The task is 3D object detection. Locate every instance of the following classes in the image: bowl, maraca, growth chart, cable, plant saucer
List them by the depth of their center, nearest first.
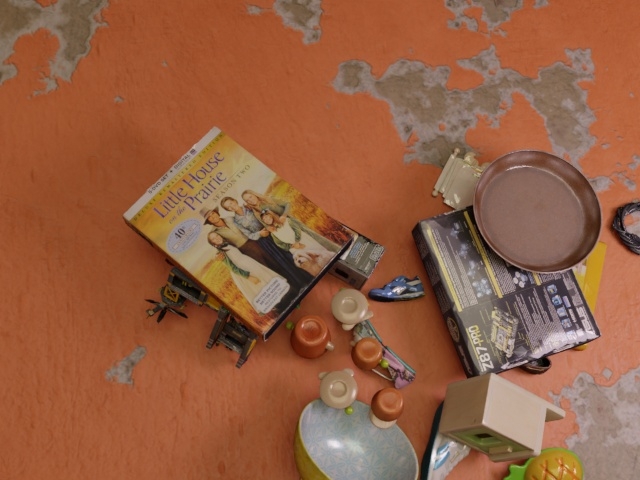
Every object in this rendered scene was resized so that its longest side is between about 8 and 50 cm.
[{"bbox_3d":[0.055,0.500,1.755,0.290,0.289,0.156,27,117,3],"label":"bowl"},{"bbox_3d":[0.514,0.546,1.831,0.186,0.099,0.127,-17,89,-1],"label":"maraca"},{"bbox_3d":[0.503,-0.065,1.865,0.311,0.050,0.310,2,71,-5],"label":"plant saucer"},{"bbox_3d":[0.407,-0.120,2.043,0.237,0.021,0.172,36,74,5],"label":"growth chart"},{"bbox_3d":[0.839,-0.029,2.051,0.185,0.047,0.150,-4,80,-9],"label":"cable"}]

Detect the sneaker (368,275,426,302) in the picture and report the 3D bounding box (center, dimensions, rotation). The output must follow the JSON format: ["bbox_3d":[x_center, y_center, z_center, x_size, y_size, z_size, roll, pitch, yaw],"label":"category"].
[{"bbox_3d":[0.184,0.118,1.943,0.144,0.053,0.059,-3,76,-15],"label":"sneaker"}]

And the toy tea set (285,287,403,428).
[{"bbox_3d":[0.061,0.286,1.833,0.200,0.124,0.336,-21,70,-10],"label":"toy tea set"}]

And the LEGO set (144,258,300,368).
[{"bbox_3d":[-0.224,0.139,1.865,0.331,0.192,0.255,26,45,0],"label":"LEGO set"}]

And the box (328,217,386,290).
[{"bbox_3d":[0.000,0.000,1.899,0.290,0.169,0.087,30,76,2],"label":"box"}]

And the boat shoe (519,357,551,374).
[{"bbox_3d":[0.457,0.260,1.918,0.207,0.073,0.073,21,76,2],"label":"boat shoe"}]

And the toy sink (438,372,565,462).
[{"bbox_3d":[0.409,0.412,1.783,0.234,0.153,0.131,29,59,-21],"label":"toy sink"}]

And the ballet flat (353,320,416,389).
[{"bbox_3d":[0.131,0.263,1.891,0.079,0.077,0.221,-41,83,0],"label":"ballet flat"}]

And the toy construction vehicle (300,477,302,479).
[{"bbox_3d":[-0.005,0.586,1.804,0.086,0.035,0.098,-2,75,-6],"label":"toy construction vehicle"}]

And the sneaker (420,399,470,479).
[{"bbox_3d":[0.292,0.489,1.833,0.092,0.087,0.228,20,76,-2],"label":"sneaker"}]

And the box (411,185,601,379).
[{"bbox_3d":[0.433,0.099,1.878,0.318,0.097,0.394,-17,76,-12],"label":"box"}]

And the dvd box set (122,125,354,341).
[{"bbox_3d":[-0.180,-0.025,1.765,0.420,0.062,0.307,39,72,13],"label":"dvd box set"}]

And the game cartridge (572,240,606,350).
[{"bbox_3d":[0.527,0.093,1.970,0.324,0.052,0.285,17,75,-5],"label":"game cartridge"}]
